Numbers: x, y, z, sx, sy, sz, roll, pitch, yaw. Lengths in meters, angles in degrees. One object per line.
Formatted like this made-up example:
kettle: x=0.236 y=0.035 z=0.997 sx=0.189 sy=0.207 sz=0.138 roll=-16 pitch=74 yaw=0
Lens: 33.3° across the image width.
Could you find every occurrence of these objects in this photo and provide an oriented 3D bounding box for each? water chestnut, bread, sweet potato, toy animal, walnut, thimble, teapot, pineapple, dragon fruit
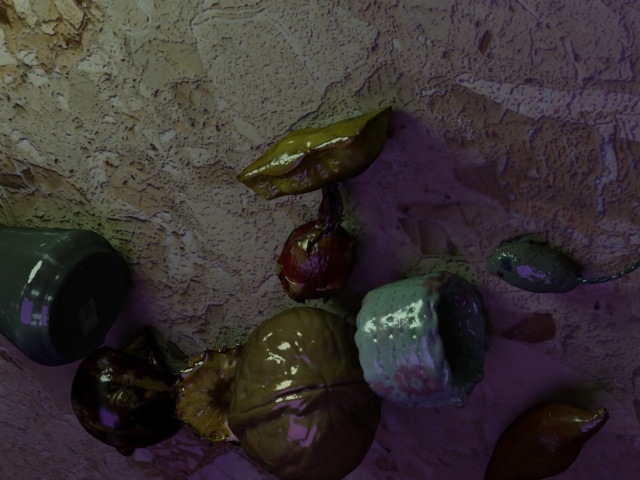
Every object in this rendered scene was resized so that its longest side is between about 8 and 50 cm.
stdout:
water chestnut: x=-0.354 y=0.279 z=2.003 sx=0.224 sy=0.223 sz=0.238 roll=21 pitch=81 yaw=17
bread: x=-0.003 y=-0.127 z=1.601 sx=0.233 sy=0.161 sz=0.088 roll=-11 pitch=101 yaw=32
sweet potato: x=0.348 y=0.323 z=1.703 sx=0.112 sy=0.112 sz=0.359 roll=42 pitch=145 yaw=2
toy animal: x=0.364 y=0.039 z=1.565 sx=0.253 sy=0.070 sz=0.079 roll=-2 pitch=131 yaw=26
walnut: x=-0.021 y=0.255 z=1.742 sx=0.252 sy=0.277 sz=0.313 roll=20 pitch=162 yaw=-3
thimble: x=0.160 y=0.158 z=1.649 sx=0.149 sy=0.185 sz=0.211 roll=-13 pitch=72 yaw=34
teapot: x=-0.547 y=0.079 z=1.985 sx=0.344 sy=0.253 sz=0.300 roll=19 pitch=156 yaw=26
pineapple: x=-0.167 y=0.271 z=1.935 sx=0.225 sy=0.076 sz=0.224 roll=-2 pitch=110 yaw=-6
dragon fruit: x=0.000 y=0.000 z=1.700 sx=0.125 sy=0.125 sz=0.246 roll=25 pitch=123 yaw=15
